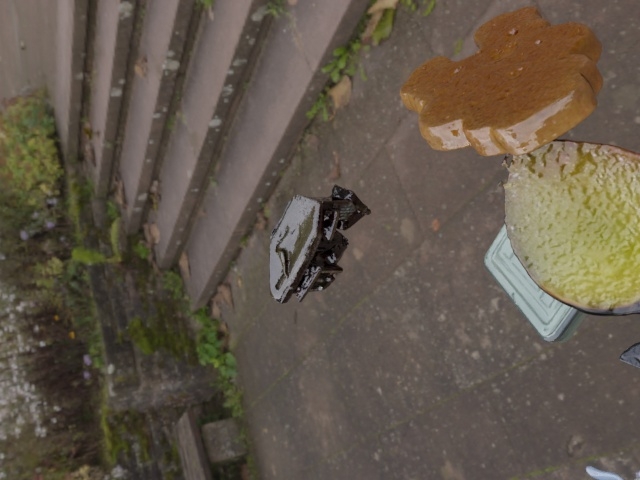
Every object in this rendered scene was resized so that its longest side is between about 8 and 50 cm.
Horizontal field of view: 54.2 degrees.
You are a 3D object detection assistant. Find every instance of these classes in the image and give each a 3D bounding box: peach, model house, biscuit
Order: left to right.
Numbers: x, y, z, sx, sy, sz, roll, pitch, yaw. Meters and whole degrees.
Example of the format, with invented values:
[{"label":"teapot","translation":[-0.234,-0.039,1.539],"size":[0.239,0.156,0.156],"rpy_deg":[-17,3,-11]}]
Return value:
[{"label":"model house","translation":[0.006,0.002,1.090],"size":[0.203,0.164,0.141],"rpy_deg":[-56,45,33]},{"label":"biscuit","translation":[0.199,-0.174,0.698],"size":[0.047,0.202,0.333],"rpy_deg":[53,-168,-24]},{"label":"peach","translation":[0.309,-0.023,0.712],"size":[0.189,0.279,0.068],"rpy_deg":[-43,11,20]}]

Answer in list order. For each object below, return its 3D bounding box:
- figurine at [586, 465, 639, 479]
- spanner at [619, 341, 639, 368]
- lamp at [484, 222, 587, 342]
[{"label":"figurine","translation":[0.405,0.370,0.823],"size":[0.208,0.184,0.128],"rpy_deg":[112,158,-54]},{"label":"spanner","translation":[0.419,0.154,0.641],"size":[0.209,0.012,0.046],"rpy_deg":[18,72,30]},{"label":"lamp","translation":[0.430,0.011,1.145],"size":[0.269,0.047,0.266],"rpy_deg":[-65,26,24]}]
